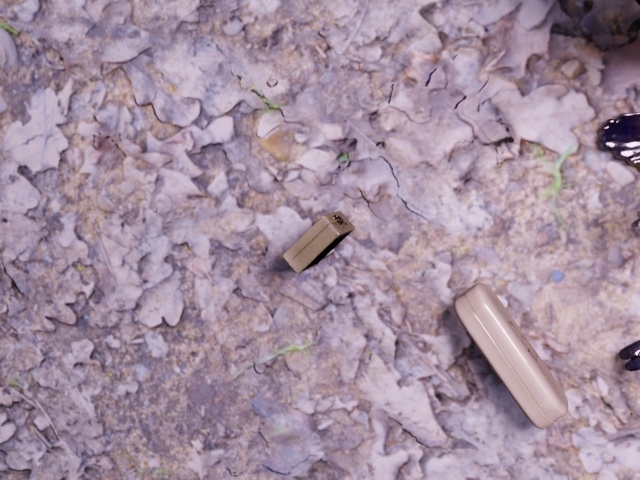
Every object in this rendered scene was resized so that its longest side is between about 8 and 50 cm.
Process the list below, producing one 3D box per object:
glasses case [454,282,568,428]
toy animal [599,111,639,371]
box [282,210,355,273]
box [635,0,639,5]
[{"bbox_3d":[0.239,0.144,1.360,0.050,0.083,0.196,-36,88,18],"label":"glasses case"},{"bbox_3d":[0.483,-0.002,1.251,0.302,0.225,0.284,-12,113,6],"label":"toy animal"},{"bbox_3d":[0.000,0.000,1.414,0.083,0.079,0.035,-43,83,18],"label":"box"},{"bbox_3d":[0.426,-0.330,1.112,0.251,0.345,0.204,-39,79,18],"label":"box"}]
